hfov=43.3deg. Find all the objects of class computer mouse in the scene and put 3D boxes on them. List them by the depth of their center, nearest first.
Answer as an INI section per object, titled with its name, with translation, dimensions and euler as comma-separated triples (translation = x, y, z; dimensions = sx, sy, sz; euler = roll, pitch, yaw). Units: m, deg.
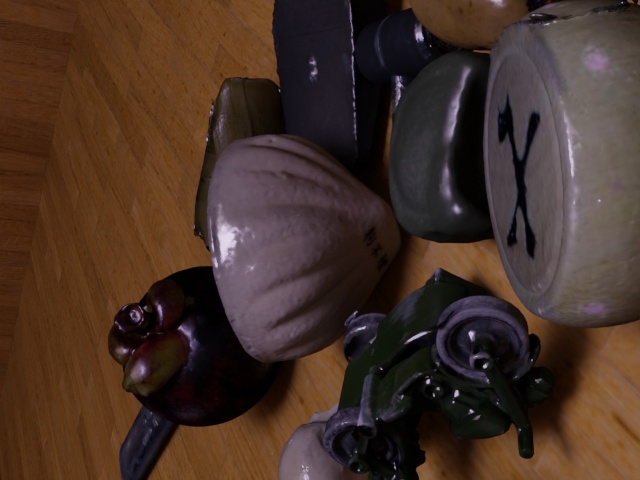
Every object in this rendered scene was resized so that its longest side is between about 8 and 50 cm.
[computer mouse]
translation = 0.021, -0.216, 0.992
dimensions = 0.168, 0.087, 0.295
euler = 11, 107, 54

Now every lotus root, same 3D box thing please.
[lotus root]
translation = 0.146, -0.240, 0.734
dimensions = 0.125, 0.118, 0.221
euler = -37, 38, -9

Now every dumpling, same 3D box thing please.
[dumpling]
translation = 0.000, 0.276, 0.912
dimensions = 0.136, 0.118, 0.199
euler = -33, 35, 52

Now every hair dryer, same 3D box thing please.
[hair dryer]
translation = 0.097, -0.137, 0.864
dimensions = 0.124, 0.071, 0.219
euler = 6, 97, 60

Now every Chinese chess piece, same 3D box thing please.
[Chinese chess piece]
translation = 0.182, -0.056, 0.570
dimensions = 0.238, 0.092, 0.237
euler = 174, 90, -90

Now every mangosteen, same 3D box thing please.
[mangosteen]
translation = -0.178, 0.135, 1.091
dimensions = 0.228, 0.265, 0.228
euler = -15, 63, 31

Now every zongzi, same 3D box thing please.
[zongzi]
translation = -0.093, -0.089, 1.083
dimensions = 0.289, 0.123, 0.260
euler = -138, 58, -72

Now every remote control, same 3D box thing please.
[remote control]
translation = -0.308, 0.332, 1.507
dimensions = 0.377, 0.044, 0.107
euler = -58, 42, 39

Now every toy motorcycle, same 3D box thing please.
[toy motorcycle]
translation = 0.102, 0.119, 0.749
dimensions = 0.275, 0.127, 0.205
euler = -47, 15, 34

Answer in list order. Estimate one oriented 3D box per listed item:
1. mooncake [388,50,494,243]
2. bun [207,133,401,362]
[mooncake]
translation = 0.134, -0.082, 0.731
dimensions = 0.168, 0.104, 0.175
euler = -110, 31, -55
[bun]
translation = 0.000, 0.000, 0.893
dimensions = 0.175, 0.263, 0.263
euler = -10, 71, 16
